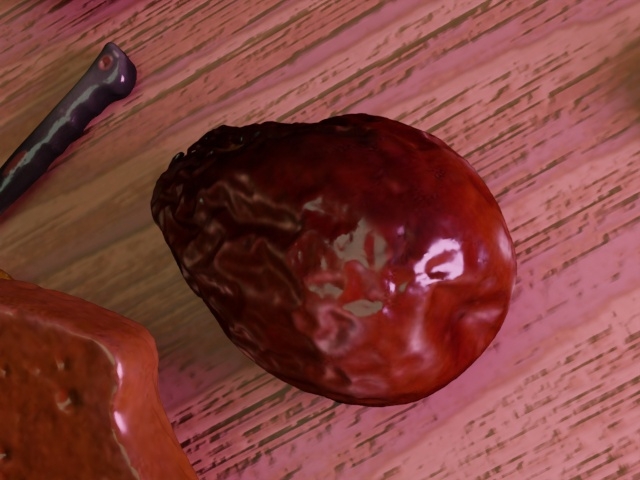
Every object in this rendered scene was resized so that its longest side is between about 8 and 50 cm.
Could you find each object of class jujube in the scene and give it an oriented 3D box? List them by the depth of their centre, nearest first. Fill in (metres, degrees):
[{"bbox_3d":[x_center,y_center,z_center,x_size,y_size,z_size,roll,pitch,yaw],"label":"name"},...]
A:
[{"bbox_3d":[0.000,0.000,0.685,0.236,0.168,0.168,25,83,39],"label":"jujube"}]

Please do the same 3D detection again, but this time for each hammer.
[{"bbox_3d":[-0.237,-0.028,0.831,0.287,0.033,0.111,-46,66,0],"label":"hammer"}]

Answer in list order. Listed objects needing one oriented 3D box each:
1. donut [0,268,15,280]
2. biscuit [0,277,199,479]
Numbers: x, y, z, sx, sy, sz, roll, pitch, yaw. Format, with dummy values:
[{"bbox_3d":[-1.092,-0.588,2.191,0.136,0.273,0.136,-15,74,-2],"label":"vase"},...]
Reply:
[{"bbox_3d":[-0.223,0.064,0.795,0.067,0.038,0.083,-39,61,7],"label":"donut"},{"bbox_3d":[-0.235,0.228,0.675,0.350,0.078,0.455,35,101,11],"label":"biscuit"}]
